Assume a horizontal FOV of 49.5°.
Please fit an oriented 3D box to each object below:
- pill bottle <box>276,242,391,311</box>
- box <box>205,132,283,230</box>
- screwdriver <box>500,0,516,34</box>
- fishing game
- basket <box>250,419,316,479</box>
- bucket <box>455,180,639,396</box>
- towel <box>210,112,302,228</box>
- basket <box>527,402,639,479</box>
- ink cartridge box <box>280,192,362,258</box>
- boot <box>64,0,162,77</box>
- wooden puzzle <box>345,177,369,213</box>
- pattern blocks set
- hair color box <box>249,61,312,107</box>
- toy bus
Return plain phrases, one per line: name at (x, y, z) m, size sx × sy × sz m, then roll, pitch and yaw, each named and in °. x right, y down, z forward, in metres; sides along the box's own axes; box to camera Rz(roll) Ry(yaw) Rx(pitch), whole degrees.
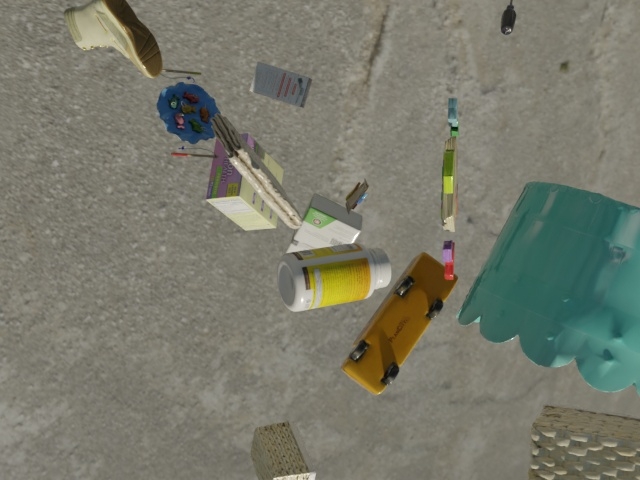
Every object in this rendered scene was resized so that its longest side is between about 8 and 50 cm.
pill bottle at (0.029, 0.069, 1.391) m, size 0.215 × 0.117 × 0.117 m, roll -8°, pitch 117°, yaw -24°
box at (-0.228, -0.175, 2.149) m, size 0.243 × 0.117 × 0.213 m, roll 43°, pitch 48°, yaw -58°
screwdriver at (0.322, -0.401, 1.168) m, size 0.025 × 0.024 × 0.170 m, roll 66°, pitch 34°, yaw -42°
fishing game at (-0.345, -0.346, 1.869) m, size 0.189 × 0.041 × 0.264 m, roll 1°, pitch 72°, yaw -35°
basket at (-0.091, 0.513, 1.600) m, size 0.103 × 0.167 × 0.113 m, roll -1°, pitch 122°, yaw -22°
bucket at (0.315, 0.059, 0.789) m, size 0.281 × 0.281 × 0.183 m, roll 19°, pitch 94°, yaw -47°
towel at (-0.147, -0.153, 1.579) m, size 0.049 × 0.187 × 0.282 m, roll -36°, pitch 131°, yaw 4°
basket at (0.654, 0.576, 1.604) m, size 0.266 × 0.331 × 0.328 m, roll 10°, pitch 85°, yaw -65°
ink cartridge box at (0.000, 0.000, 1.992) m, size 0.160 × 0.092 × 0.219 m, roll 26°, pitch 121°, yaw -9°
boot at (-0.474, -0.457, 1.594) m, size 0.213 × 0.165 × 0.077 m, roll 58°, pitch 43°, yaw -34°
wooden puzzle at (0.077, -0.091, 1.437) m, size 0.014 × 0.116 × 0.078 m, roll 34°, pitch 110°, yaw -12°
pattern blocks set at (0.262, -0.107, 1.415) m, size 0.285 × 0.026 × 0.324 m, roll 60°, pitch 34°, yaw -67°
hair color box at (-0.119, -0.469, 2.095) m, size 0.053 × 0.167 × 0.093 m, roll -27°, pitch 137°, yaw -76°
toy bus at (0.176, 0.186, 1.577) m, size 0.332 × 0.108 × 0.130 m, roll -53°, pitch -179°, yaw -14°
